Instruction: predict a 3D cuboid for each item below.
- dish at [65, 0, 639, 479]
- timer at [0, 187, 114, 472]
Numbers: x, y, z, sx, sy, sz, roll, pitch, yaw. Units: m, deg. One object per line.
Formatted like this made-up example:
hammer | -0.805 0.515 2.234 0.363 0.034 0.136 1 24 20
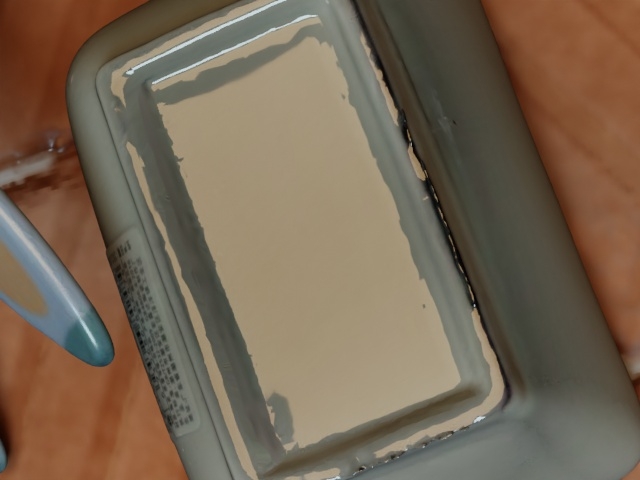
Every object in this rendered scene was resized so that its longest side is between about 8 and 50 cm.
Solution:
dish | 0.000 0.000 0.485 0.151 0.077 0.212 -22 80 10
timer | -0.193 -0.042 0.489 0.175 0.175 0.255 -23 75 10
